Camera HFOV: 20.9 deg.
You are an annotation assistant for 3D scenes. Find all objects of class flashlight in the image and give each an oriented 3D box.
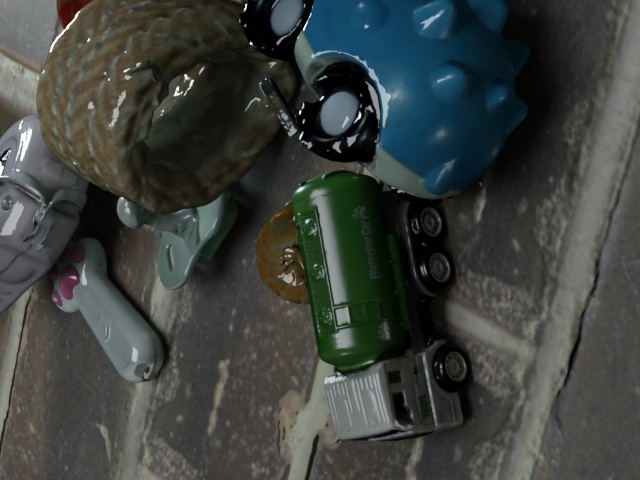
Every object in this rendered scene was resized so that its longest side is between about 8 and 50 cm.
[{"bbox_3d":[-0.236,0.078,1.890,0.200,0.047,0.093,49,124,34],"label":"flashlight"}]

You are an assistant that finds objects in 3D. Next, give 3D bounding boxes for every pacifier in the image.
[{"bbox_3d":[-0.150,-0.029,1.752,0.150,0.116,0.127,-55,29,37],"label":"pacifier"}]

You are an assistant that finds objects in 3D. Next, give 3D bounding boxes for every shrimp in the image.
[{"bbox_3d":[-0.005,0.001,1.647,0.162,0.045,0.095,-41,63,37],"label":"shrimp"}]

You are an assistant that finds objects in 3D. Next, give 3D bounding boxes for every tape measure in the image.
[{"bbox_3d":[-0.327,-0.039,1.905,0.236,0.120,0.197,-35,35,46],"label":"tape measure"}]

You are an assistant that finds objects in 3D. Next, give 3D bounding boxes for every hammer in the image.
[{"bbox_3d":[0.016,-0.083,1.515,0.013,0.199,0.062,-39,55,17],"label":"hammer"}]

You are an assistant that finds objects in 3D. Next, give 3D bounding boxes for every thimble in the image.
[{"bbox_3d":[-0.144,-0.137,1.658,0.148,0.229,0.196,30,128,40],"label":"thimble"}]

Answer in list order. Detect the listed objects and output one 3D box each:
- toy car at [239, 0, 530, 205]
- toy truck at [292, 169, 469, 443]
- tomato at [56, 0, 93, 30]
[{"bbox_3d":[0.072,-0.160,1.463,0.190,0.188,0.255,-42,54,20],"label":"toy car"},{"bbox_3d":[0.047,0.058,1.538,0.101,0.125,0.243,-18,80,44],"label":"toy truck"},{"bbox_3d":[-0.226,-0.254,1.836,0.139,0.091,0.159,-17,82,47],"label":"tomato"}]
